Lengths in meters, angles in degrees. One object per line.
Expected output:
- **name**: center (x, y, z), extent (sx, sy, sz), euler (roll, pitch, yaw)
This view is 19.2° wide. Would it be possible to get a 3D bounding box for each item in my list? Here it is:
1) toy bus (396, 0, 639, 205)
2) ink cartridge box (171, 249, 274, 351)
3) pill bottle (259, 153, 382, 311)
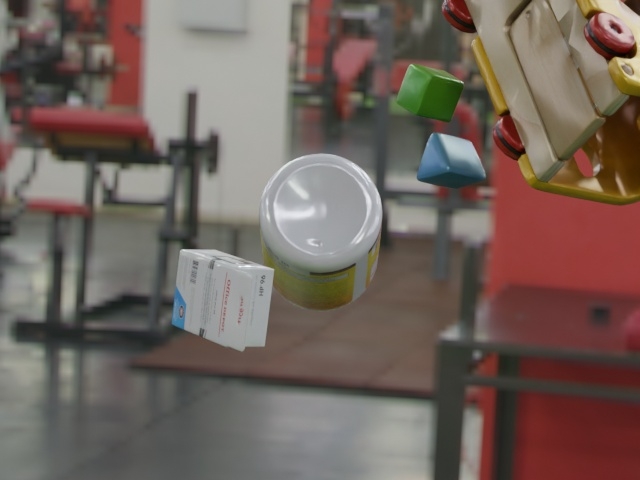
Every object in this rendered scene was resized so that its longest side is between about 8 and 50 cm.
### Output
- **toy bus**: center (0.148, -0.118, 1.076), extent (0.104, 0.202, 0.191), euler (10, 3, -34)
- **ink cartridge box**: center (-0.054, 0.036, 1.127), extent (0.028, 0.048, 0.083), euler (2, 9, -34)
- **pill bottle**: center (0.000, 0.000, 1.866), extent (0.117, 0.117, 0.215), euler (3, -17, 1)
